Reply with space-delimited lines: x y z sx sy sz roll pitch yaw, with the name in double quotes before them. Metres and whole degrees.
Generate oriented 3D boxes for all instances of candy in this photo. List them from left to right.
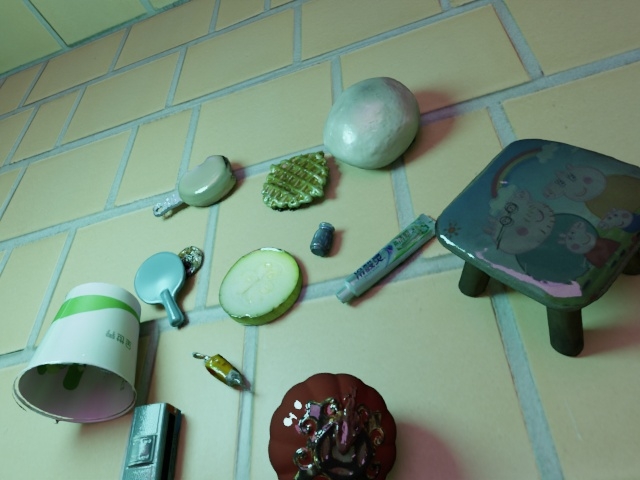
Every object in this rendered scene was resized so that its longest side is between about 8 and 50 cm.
"candy" -0.223 0.291 1.104 0.182 0.053 0.046 20 52 36
"candy" 0.135 -0.333 1.340 0.296 0.185 0.295 -9 53 12

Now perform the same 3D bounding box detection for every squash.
"squash" -0.148 0.111 1.224 0.220 0.041 0.219 -12 47 13

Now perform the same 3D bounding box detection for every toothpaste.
"toothpaste" 0.156 0.041 1.130 0.297 0.048 0.075 -39 47 -11

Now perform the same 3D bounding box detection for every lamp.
"lamp" 0.022 0.342 0.838 0.227 0.226 0.226 -13 50 16

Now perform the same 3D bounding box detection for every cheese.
"cheese" -0.400 -0.160 1.522 0.287 0.082 0.163 -27 47 5

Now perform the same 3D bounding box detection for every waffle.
"waffle" -0.072 -0.173 1.396 0.214 0.054 0.207 -15 53 22

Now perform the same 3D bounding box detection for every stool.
"stool" 0.420 0.003 0.914 0.310 0.226 0.310 -43 49 -12

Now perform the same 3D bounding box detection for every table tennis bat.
"table tennis bat" -0.416 0.130 1.304 0.149 0.038 0.237 -33 58 -4

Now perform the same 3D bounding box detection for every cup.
"cup" -0.549 0.257 1.166 0.253 0.253 0.273 -19 42 11

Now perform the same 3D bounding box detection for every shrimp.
"shrimp" -0.391 0.081 1.359 0.091 0.034 0.161 20 64 34

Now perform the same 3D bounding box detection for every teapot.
"teapot" 0.004 0.001 1.235 0.049 0.063 0.083 21 58 1

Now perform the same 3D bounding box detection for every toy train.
"toy train" -0.349 0.529 0.953 0.086 0.089 0.409 -12 49 9
